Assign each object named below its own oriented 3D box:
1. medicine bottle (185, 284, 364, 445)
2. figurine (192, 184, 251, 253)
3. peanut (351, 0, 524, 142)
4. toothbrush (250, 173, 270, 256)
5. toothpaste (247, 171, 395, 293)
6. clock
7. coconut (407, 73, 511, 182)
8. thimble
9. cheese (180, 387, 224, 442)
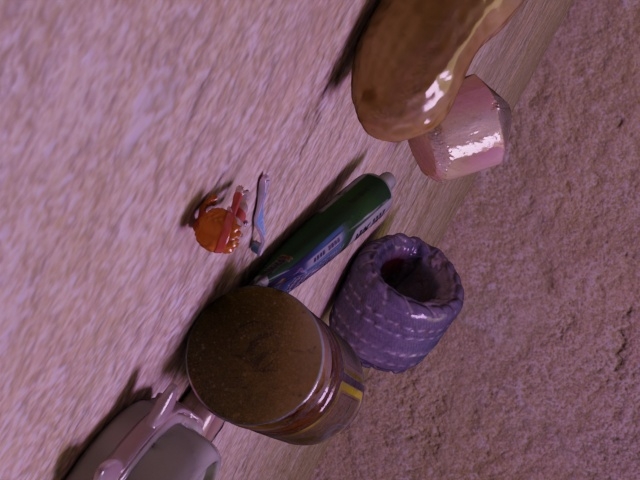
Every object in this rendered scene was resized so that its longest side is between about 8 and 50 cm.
[{"bbox_3d":[-0.041,0.156,1.543,0.151,0.151,0.322,-59,164,-6],"label":"medicine bottle"},{"bbox_3d":[-0.086,-0.019,1.200,0.109,0.047,0.064,-61,171,-69],"label":"figurine"},{"bbox_3d":[0.137,-0.246,1.392,0.318,0.148,0.147,-64,170,10],"label":"peanut"},{"bbox_3d":[-0.061,-0.024,1.398,0.014,0.017,0.162,-55,170,-27],"label":"toothbrush"},{"bbox_3d":[0.000,0.000,1.660,0.392,0.061,0.098,-42,169,-49],"label":"toothpaste"},{"bbox_3d":[-0.202,0.292,1.353,0.265,0.109,0.324,-50,167,-44],"label":"clock"},{"bbox_3d":[0.214,-0.169,1.980,0.153,0.147,0.147,-22,163,-9],"label":"coconut"},{"bbox_3d":[0.126,0.108,2.306,0.236,0.205,0.172,-89,-156,-53],"label":"thimble"},{"bbox_3d":[-0.154,0.220,1.579,0.171,0.048,0.092,-48,162,-55],"label":"cheese"}]
